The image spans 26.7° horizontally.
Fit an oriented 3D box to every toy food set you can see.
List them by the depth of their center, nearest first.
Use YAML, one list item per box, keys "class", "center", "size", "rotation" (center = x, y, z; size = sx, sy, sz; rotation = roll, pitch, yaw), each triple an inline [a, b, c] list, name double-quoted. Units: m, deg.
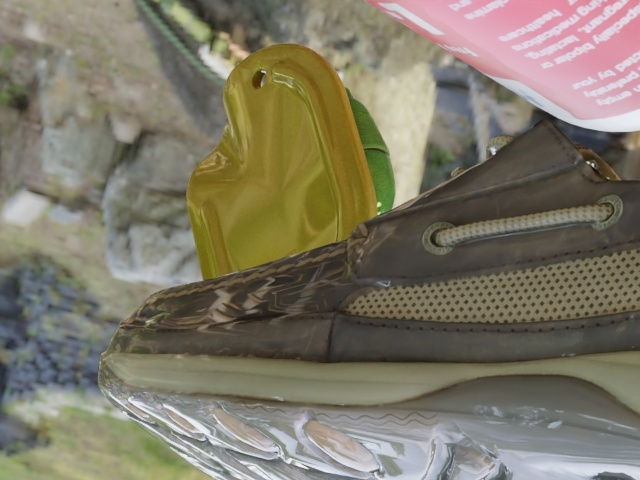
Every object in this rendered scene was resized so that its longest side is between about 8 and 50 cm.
- class: "toy food set"
  center: [0.000, 0.000, 0.728]
  size: [0.071, 0.217, 0.128]
  rotation: [15, 142, -43]

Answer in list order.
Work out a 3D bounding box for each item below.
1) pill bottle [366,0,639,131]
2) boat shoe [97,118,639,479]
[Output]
- class: "pill bottle"
  center: [0.129, -0.199, 0.725]
  size: [0.408, 0.229, 0.229]
  rotation: [26, 165, -32]
- class: "boat shoe"
  center: [0.081, 0.037, 0.463]
  size: [0.355, 0.130, 0.132]
  rotation: [0, 145, 33]
